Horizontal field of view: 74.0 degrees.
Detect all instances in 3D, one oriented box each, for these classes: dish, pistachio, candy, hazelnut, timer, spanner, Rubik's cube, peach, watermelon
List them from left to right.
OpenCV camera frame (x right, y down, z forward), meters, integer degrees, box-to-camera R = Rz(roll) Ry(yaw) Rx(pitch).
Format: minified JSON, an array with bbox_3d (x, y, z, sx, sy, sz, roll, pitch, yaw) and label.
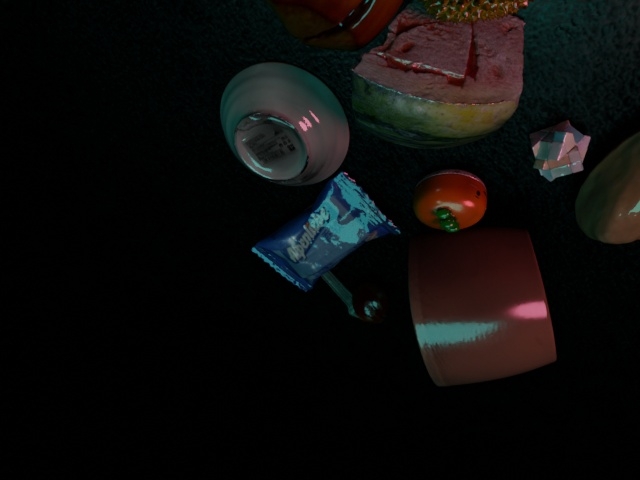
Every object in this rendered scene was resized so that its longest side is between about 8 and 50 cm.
[{"bbox_3d":[-0.081,-0.188,0.794,0.261,0.085,0.260,11,135,11],"label":"dish"},{"bbox_3d":[0.000,0.000,0.951,0.187,0.077,0.331,42,125,-12],"label":"candy"},{"bbox_3d":[0.033,0.107,1.093,0.071,0.017,0.302,-22,122,35],"label":"spanner"},{"bbox_3d":[0.025,-0.347,0.520,0.212,0.181,0.181,4,-177,-45],"label":"hazelnut"},{"bbox_3d":[0.122,0.152,1.048,0.101,0.100,0.100,11,136,11],"label":"peach"},{"bbox_3d":[0.163,-0.238,0.630,0.213,0.201,0.262,13,-179,5],"label":"watermelon"},{"bbox_3d":[0.231,-0.066,0.768,0.136,0.136,0.099,-7,124,27],"label":"timer"},{"bbox_3d":[0.376,-0.140,0.670,0.075,0.073,0.084,38,136,-18],"label":"Rubik's cube"},{"bbox_3d":[0.489,-0.085,0.649,0.136,0.135,0.225,18,131,4],"label":"pistachio"}]

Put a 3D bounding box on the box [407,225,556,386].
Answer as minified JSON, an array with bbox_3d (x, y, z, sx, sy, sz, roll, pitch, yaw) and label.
[{"bbox_3d":[0.301,0.115,0.802,0.216,0.300,0.300,-11,128,24],"label":"box"}]

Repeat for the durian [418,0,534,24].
[{"bbox_3d":[0.199,-0.341,0.495,0.168,0.136,0.158,-1,135,9],"label":"durian"}]
